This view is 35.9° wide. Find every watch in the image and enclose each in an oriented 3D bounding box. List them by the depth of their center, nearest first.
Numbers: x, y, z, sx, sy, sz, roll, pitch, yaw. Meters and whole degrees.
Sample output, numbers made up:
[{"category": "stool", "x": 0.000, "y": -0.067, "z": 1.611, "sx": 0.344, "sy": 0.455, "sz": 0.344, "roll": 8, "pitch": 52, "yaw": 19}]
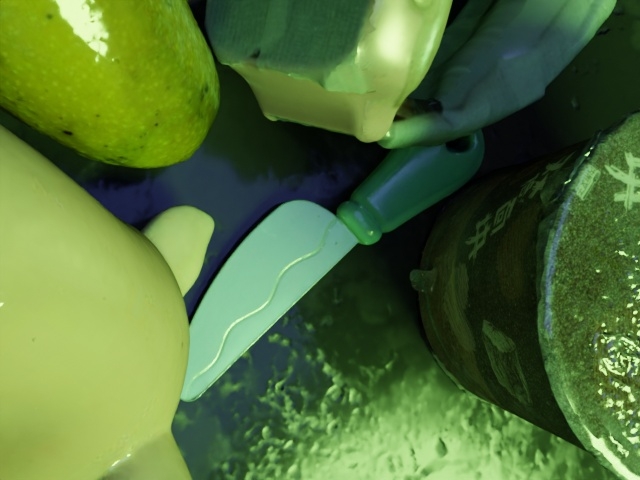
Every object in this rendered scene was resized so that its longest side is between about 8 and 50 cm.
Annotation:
[{"category": "watch", "x": 0.078, "y": -0.180, "z": 0.579, "sx": 0.241, "sy": 0.161, "sz": 0.253, "roll": 3, "pitch": 103, "yaw": -42}]

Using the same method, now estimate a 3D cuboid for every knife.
[{"category": "knife", "x": -0.001, "y": -0.001, "z": 0.623, "sx": 0.260, "sy": 0.034, "sz": 0.063, "roll": -39, "pitch": 101, "yaw": -13}]

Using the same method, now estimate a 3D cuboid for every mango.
[{"category": "mango", "x": -0.170, "y": -0.170, "z": 0.494, "sx": 0.176, "sy": 0.175, "sz": 0.330, "roll": -42, "pitch": 112, "yaw": -47}]

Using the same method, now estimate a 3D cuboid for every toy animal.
[{"category": "toy animal", "x": -0.187, "y": 0.041, "z": 0.472, "sx": 0.212, "sy": 0.256, "sz": 0.195, "roll": -13, "pitch": 61, "yaw": 19}]

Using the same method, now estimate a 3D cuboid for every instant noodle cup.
[{"category": "instant noodle cup", "x": 0.173, "y": 0.030, "z": 0.585, "sx": 0.217, "sy": 0.207, "sz": 0.218, "roll": 0, "pitch": 89, "yaw": -17}]
